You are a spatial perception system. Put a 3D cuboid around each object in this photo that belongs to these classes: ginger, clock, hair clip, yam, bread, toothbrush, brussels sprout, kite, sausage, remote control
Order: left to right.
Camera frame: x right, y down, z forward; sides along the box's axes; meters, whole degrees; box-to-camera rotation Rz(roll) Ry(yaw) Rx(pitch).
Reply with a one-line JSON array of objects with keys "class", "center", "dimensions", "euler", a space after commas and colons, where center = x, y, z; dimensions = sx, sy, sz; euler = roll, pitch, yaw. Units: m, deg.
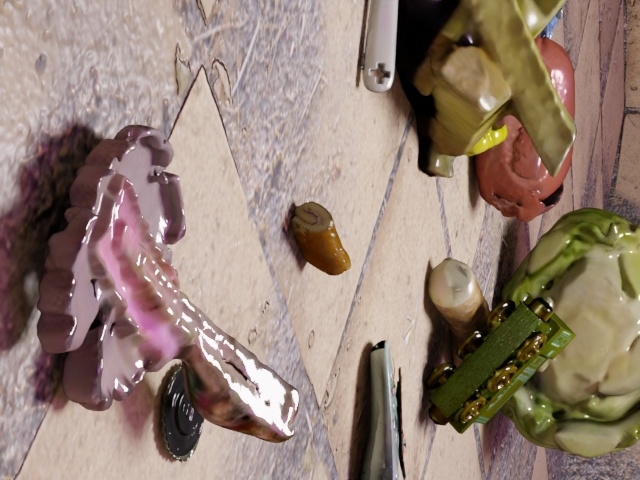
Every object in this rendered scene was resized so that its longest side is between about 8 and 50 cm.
[{"class": "hair clip", "center": [-0.102, 0.053, 0.903], "dimensions": [0.300, 0.069, 0.173], "euler": [58, 39, -48]}, {"class": "clock", "center": [-0.103, 0.128, 1.025], "dimensions": [0.083, 0.010, 0.074], "euler": [55, 44, -65]}, {"class": "bread", "center": [0.000, 0.000, 1.268], "dimensions": [0.036, 0.047, 0.083], "euler": [-46, 148, -14]}, {"class": "remote control", "center": [0.068, 0.241, 1.555], "dimensions": [0.097, 0.045, 0.256], "euler": [-31, 122, -88]}, {"class": "toothbrush", "center": [0.080, -0.362, 1.415], "dimensions": [0.040, 0.042, 0.417], "euler": [173, -77, -75]}, {"class": "kite", "center": [0.094, 0.209, 1.609], "dimensions": [0.190, 0.010, 0.159], "euler": [91, -6, -62]}, {"class": "yam", "center": [0.211, 0.132, 1.940], "dimensions": [0.356, 0.081, 0.081], "euler": [61, 38, -59]}, {"class": "hair clip", "center": [0.219, -0.145, 1.888], "dimensions": [0.046, 0.072, 0.173], "euler": [69, 15, 5]}, {"class": "ginger", "center": [0.226, -0.248, 1.655], "dimensions": [0.358, 0.211, 0.413], "euler": [77, 25, -51]}, {"class": "sausage", "center": [0.303, -0.169, 2.019], "dimensions": [0.152, 0.152, 0.279], "euler": [-43, 136, -65]}, {"class": "brussels sprout", "center": [0.489, 0.167, 2.379], "dimensions": [0.361, 0.342, 0.425], "euler": [19, 87, -65]}]

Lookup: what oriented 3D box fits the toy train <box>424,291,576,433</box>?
[{"class": "toy train", "center": [0.242, 0.170, 1.867], "dimensions": [0.225, 0.090, 0.137], "euler": [-47, 153, 10]}]

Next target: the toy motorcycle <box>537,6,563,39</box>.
[{"class": "toy motorcycle", "center": [0.379, -0.383, 2.340], "dimensions": [0.114, 0.076, 0.205], "euler": [80, 23, -60]}]
